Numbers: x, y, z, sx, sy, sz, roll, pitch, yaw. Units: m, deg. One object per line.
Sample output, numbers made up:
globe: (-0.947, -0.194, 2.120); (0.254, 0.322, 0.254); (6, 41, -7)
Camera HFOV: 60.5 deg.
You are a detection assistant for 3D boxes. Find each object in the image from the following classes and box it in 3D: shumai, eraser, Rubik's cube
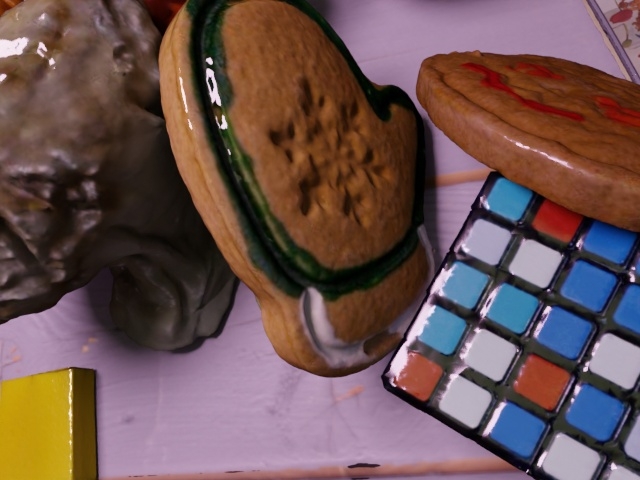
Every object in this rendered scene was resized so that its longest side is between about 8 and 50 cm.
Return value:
shumai: (-0.178, -0.049, 0.524); (0.289, 0.292, 0.329); (29, 107, -19)
eraser: (-0.299, 0.206, 0.599); (0.097, 0.045, 0.122); (-11, 73, 13)
Rubik's cube: (0.179, 0.082, 0.432); (0.184, 0.187, 0.182); (27, 85, 22)

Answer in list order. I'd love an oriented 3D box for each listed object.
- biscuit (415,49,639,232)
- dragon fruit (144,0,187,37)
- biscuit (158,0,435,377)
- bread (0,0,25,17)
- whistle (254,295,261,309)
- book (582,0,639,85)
biscuit: (0.212, -0.098, 0.440); (0.258, 0.049, 0.273); (-9, 40, -27)
dragon fruit: (-0.136, -0.261, 0.592); (0.224, 0.227, 0.223); (-7, 67, 17)
biscuit: (0.014, -0.068, 0.491); (0.057, 0.287, 0.343); (-16, 98, 46)
bread: (-0.448, -0.211, 0.696); (0.095, 0.102, 0.245); (1, 58, 41)
whistle: (0.000, 0.000, 0.568); (0.104, 0.057, 0.198); (20, 83, 18)
book: (0.360, -0.247, 0.555); (0.158, 0.026, 0.231); (-20, 71, 9)
